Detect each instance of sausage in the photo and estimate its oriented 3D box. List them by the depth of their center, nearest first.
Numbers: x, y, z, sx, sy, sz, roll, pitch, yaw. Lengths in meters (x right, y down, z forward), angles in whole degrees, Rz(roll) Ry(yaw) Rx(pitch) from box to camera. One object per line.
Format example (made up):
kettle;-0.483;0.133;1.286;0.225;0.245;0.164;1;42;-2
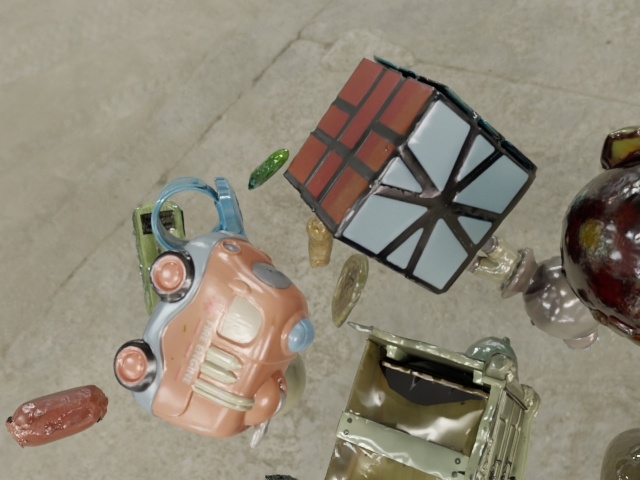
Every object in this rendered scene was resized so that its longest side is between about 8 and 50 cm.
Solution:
sausage;-0.393;0.263;0.817;0.076;0.141;0.076;5;98;42

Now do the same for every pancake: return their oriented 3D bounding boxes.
pancake;0.101;0.178;2.000;0.049;0.294;0.295;18;60;-10

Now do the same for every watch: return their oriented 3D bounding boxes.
watch;-0.274;-0.046;1.223;0.193;0.211;0.211;-15;54;-8

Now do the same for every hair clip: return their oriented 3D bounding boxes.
hair clip;-0.391;0.062;1.376;0.138;0.091;0.322;-11;71;-9

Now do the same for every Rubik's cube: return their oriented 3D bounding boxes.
Rubik's cube;0.151;-0.119;0.976;0.294;0.288;0.283;-54;32;14

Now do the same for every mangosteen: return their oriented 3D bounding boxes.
mangosteen;0.489;0.001;0.751;0.310;0.311;0.311;-9;56;13

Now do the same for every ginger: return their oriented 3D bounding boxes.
ginger;-0.002;0.001;1.415;0.068;0.190;0.095;22;54;19

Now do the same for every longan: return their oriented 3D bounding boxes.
longan;0.958;0.691;1.532;0.360;0.361;0.361;-9;56;13

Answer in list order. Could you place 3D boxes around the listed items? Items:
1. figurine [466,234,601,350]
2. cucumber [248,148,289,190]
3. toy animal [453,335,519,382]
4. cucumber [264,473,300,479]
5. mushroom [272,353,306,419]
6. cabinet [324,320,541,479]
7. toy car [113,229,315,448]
figurine;0.572;0.111;1.390;0.380;0.203;0.249;27;97;6
cucumber;-0.111;-0.137;1.090;0.155;0.037;0.037;-35;42;45
toy animal;0.346;0.303;1.297;0.251;0.125;0.127;0;63;-24
cucumber;0.007;0.588;1.178;0.300;0.072;0.072;32;68;-6
mushroom;-0.155;0.291;1.121;0.246;0.246;0.203;23;99;30
cabinet;0.154;0.298;0.767;0.227;0.318;0.290;11;74;30
toy car;-0.122;0.134;0.742;0.212;0.180;0.271;22;90;18
